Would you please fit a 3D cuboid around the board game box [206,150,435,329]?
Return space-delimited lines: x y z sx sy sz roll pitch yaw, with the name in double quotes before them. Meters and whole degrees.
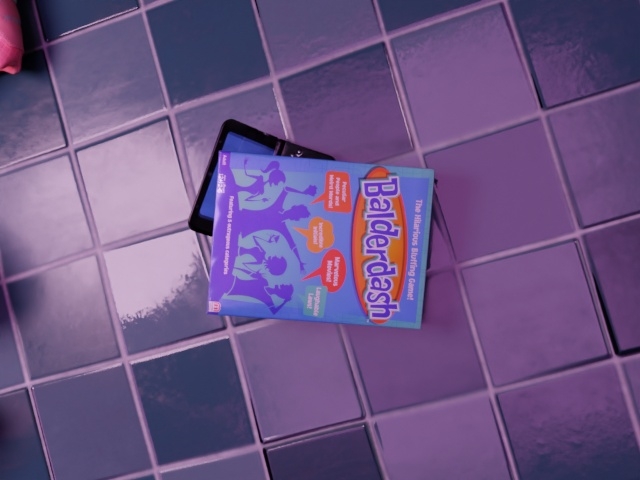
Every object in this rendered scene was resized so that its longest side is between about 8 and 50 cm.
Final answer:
"board game box" 0.000 0.000 0.673 0.211 0.047 0.160 4 92 -4

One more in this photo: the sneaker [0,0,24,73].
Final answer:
"sneaker" -0.476 -0.201 0.763 0.314 0.116 0.136 -18 88 10

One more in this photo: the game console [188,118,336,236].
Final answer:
"game console" -0.058 -0.048 0.698 0.107 0.071 0.122 22 94 25
